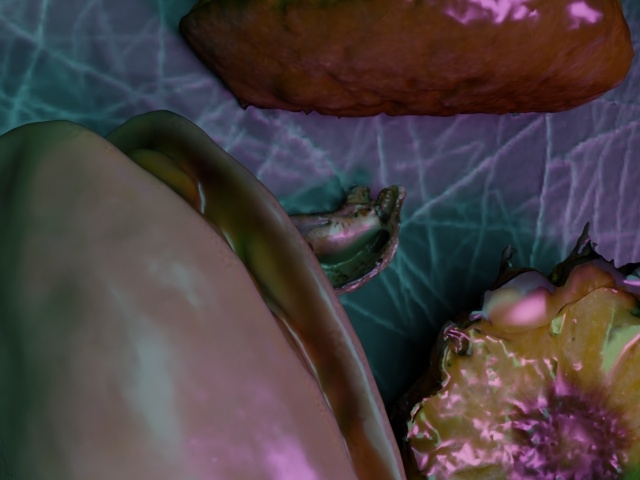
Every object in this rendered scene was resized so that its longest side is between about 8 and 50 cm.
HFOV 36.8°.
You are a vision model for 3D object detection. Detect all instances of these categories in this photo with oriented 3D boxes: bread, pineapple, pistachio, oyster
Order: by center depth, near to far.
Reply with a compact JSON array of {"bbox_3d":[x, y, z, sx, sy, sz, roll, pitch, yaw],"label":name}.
[{"bbox_3d":[-0.061,0.094,0.420,0.187,0.187,0.299,-20,94,-19],"label":"pistachio"},{"bbox_3d":[0.066,-0.134,0.487,0.260,0.134,0.129,-2,88,-20],"label":"bread"},{"bbox_3d":[0.000,0.000,0.522,0.083,0.038,0.080,15,72,7],"label":"oyster"},{"bbox_3d":[0.126,0.106,0.530,0.225,0.076,0.225,-2,95,-21],"label":"pineapple"}]
